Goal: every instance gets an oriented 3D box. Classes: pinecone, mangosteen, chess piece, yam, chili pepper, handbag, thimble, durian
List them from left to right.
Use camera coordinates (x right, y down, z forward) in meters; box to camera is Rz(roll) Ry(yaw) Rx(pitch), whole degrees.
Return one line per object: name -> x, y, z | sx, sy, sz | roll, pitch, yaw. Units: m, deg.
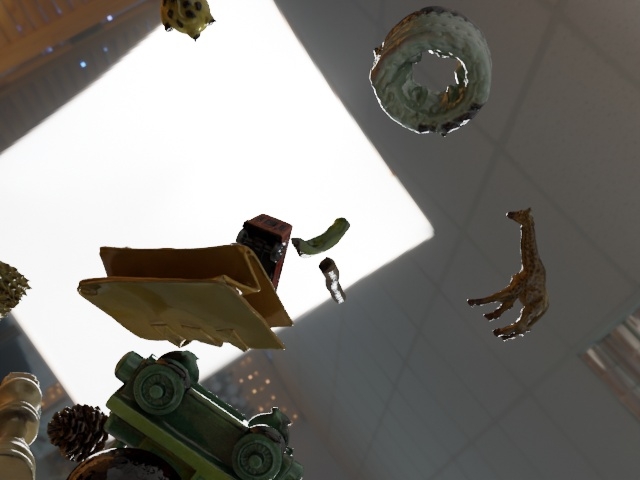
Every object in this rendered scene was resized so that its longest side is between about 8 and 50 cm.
durian -> -0.729, 0.103, 1.566 | 0.182, 0.165, 0.132 | 45, -21, -22
chess piece -> -0.619, 0.369, 1.482 | 0.117, 0.117, 0.397 | 62, -6, -23
pinecone -> -0.650, 0.513, 1.978 | 0.173, 0.173, 0.173 | 50, -16, 20
mangosteen -> -0.312, 0.435, 1.154 | 0.216, 0.216, 0.216 | 50, -16, 20
handbag -> -0.279, 0.125, 1.552 | 0.401, 0.133, 0.283 | -2, -43, 27
chili pepper -> 0.000, 0.000, 1.511 | 0.052, 0.202, 0.050 | 41, -57, 15
yam -> 0.034, 0.105, 1.882 | 0.045, 0.045, 0.327 | 14, -15, 11
thimble -> 0.214, -0.330, 1.438 | 0.150, 0.237, 0.237 | -70, 141, -52

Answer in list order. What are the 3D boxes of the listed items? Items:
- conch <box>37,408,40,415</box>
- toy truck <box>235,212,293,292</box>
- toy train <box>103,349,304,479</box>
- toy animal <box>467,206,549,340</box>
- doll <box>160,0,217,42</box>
conch -> -0.746, 0.435, 1.694 | 0.185, 0.221, 0.121 | 36, -45, 28
toy truck -> -0.142, 0.071, 1.694 | 0.107, 0.114, 0.252 | 22, -63, 13
toy train -> -0.217, 0.345, 1.253 | 0.369, 0.237, 0.150 | 35, 8, 0
toy animal -> 0.397, 0.074, 1.470 | 0.149, 0.054, 0.275 | 26, -69, 18
doll -> -0.315, -0.515, 1.465 | 0.291, 0.117, 0.086 | 50, 1, 12
